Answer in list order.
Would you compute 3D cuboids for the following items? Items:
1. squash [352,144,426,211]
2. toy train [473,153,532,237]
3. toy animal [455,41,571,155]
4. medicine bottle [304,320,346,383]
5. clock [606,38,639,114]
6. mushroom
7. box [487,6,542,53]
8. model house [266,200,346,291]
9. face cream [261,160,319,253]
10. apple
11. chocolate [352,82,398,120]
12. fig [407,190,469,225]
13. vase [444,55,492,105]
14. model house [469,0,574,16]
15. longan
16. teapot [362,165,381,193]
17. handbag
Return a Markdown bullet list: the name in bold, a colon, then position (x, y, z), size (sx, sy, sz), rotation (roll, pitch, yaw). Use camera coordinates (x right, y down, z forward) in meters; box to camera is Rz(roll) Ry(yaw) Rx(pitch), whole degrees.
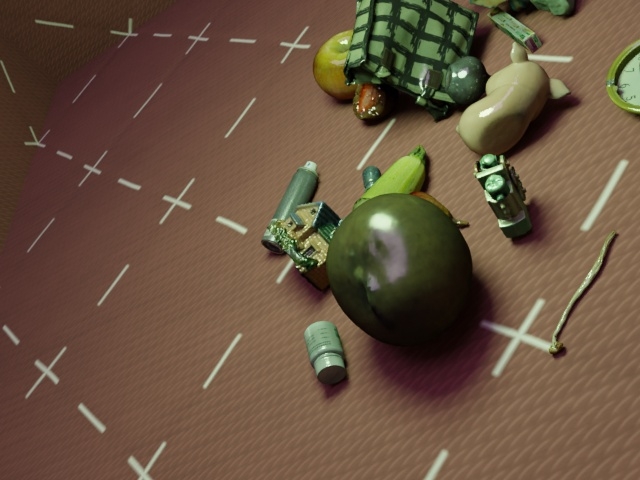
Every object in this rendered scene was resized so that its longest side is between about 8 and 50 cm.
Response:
- **squash**: position (0.191, -0.133, 1.832), size (0.137, 0.137, 0.287), rotation (19, 68, 48)
- **toy train**: position (0.386, -0.096, 1.572), size (0.080, 0.194, 0.125), rotation (-21, 50, 22)
- **toy animal**: position (0.431, -0.312, 1.747), size (0.250, 0.166, 0.154), rotation (-52, 21, 9)
- **medicine bottle**: position (0.012, 0.252, 1.680), size (0.080, 0.080, 0.130), rotation (-33, 41, 14)
- **clock**: position (0.736, -0.353, 1.598), size (0.237, 0.057, 0.237), rotation (-23, 46, 26)
- **mushroom**: position (0.503, 0.096, 1.436), size (0.028, 0.026, 0.286), rotation (21, 69, 32)
- **box**: position (0.514, -0.562, 1.983), size (0.041, 0.050, 0.207), rotation (-39, 39, 10)
- **model house**: position (0.000, 0.000, 1.860), size (0.172, 0.166, 0.183), rotation (-39, 50, 2)
- **face cream**: position (-0.076, -0.097, 2.074), size (0.073, 0.073, 0.283), rotation (1, 58, 42)
- **apple**: position (0.098, -0.518, 2.222), size (0.235, 0.173, 0.210), rotation (4, 55, 33)
- **chocolate**: position (0.148, -0.401, 2.108), size (0.133, 0.127, 0.124), rotation (-35, 41, 41)
- **fig**: position (0.246, -0.047, 1.717), size (0.153, 0.119, 0.119), rotation (18, 69, 41)
- **vase**: position (0.403, -0.389, 1.844), size (0.182, 0.120, 0.120), rotation (5, 49, -5)
- **model house**: position (0.498, -0.698, 2.011), size (0.325, 0.194, 0.267), rotation (-13, 47, 37)
- **longan**: position (0.165, 0.061, 1.549), size (0.319, 0.319, 0.319), rotation (-24, 43, 24)
- **teapot**: position (0.143, -0.153, 1.959), size (0.049, 0.063, 0.083), rotation (125, 151, -42)
- **handbag**: position (0.238, -0.513, 1.977), size (0.162, 0.325, 0.327), rotation (128, 158, -59)
